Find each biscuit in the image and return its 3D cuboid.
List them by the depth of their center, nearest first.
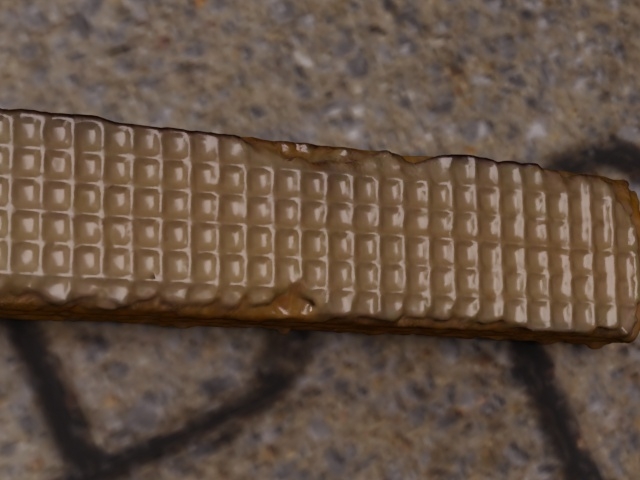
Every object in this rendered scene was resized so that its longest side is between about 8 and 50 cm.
[{"bbox_3d":[0.000,0.000,0.796,0.378,0.054,0.094,4,79,-26],"label":"biscuit"}]
